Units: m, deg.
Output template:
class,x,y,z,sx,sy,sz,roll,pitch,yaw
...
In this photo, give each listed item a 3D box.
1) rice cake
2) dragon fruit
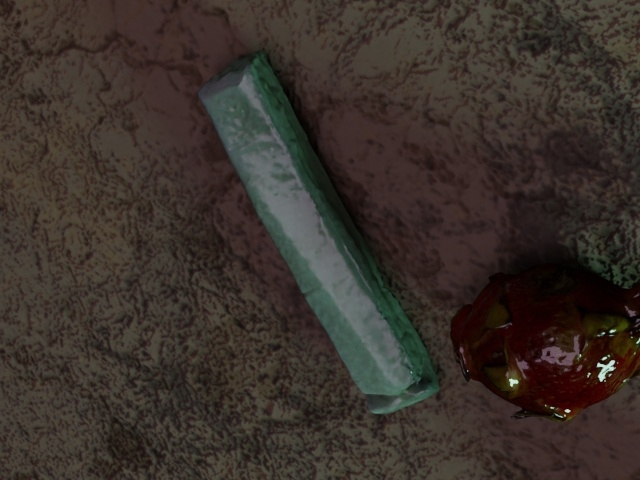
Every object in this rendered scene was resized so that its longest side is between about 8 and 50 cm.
class,x,y,z,sx,sy,sz,roll,pitch,yaw
rice cake,0.000,0.000,1.620,0.066,0.063,0.336,-22,102,27
dragon fruit,0.219,0.065,1.522,0.246,0.125,0.125,-24,99,24
